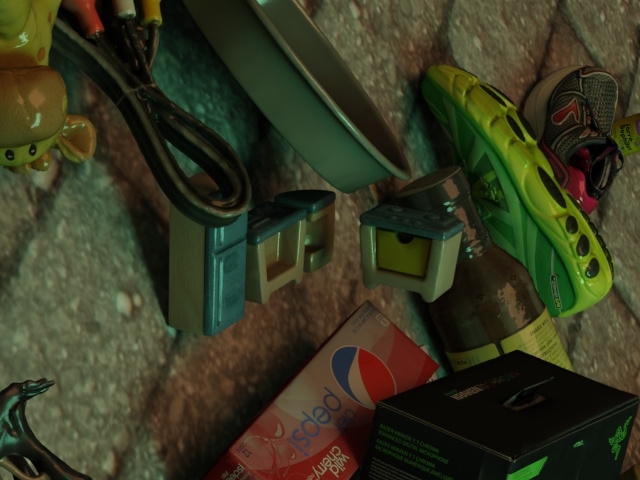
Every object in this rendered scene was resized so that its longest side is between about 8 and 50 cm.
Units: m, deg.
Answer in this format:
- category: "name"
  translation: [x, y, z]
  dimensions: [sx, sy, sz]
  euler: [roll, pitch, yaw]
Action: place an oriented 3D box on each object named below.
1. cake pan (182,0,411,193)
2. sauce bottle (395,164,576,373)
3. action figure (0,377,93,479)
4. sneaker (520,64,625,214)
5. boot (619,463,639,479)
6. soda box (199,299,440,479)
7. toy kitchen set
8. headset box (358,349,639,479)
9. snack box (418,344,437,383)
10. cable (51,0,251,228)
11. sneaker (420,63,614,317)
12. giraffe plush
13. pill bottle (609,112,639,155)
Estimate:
- category: "cake pan"
  translation: [-0.030, -0.154, 1.658]
  dimensions: [0.293, 0.054, 0.293]
  euler: [51, 10, -12]
- category: "sauce bottle"
  translation: [0.174, 0.094, 1.887]
  dimensions: [0.111, 0.111, 0.344]
  euler: [-38, 108, -54]
- category: "action figure"
  translation: [-0.153, 0.226, 1.324]
  dimensions: [0.141, 0.164, 0.276]
  euler: [-22, 85, -25]
- category: "sneaker"
  translation: [0.278, -0.094, 2.120]
  dimensions: [0.121, 0.112, 0.299]
  euler: [56, 36, -22]
- category: "boot"
  translation: [0.316, 0.353, 1.859]
  dimensions: [0.295, 0.211, 0.104]
  euler: [38, 23, -15]
- category: "soda box"
  translation: [-0.004, 0.157, 1.608]
  dimensions: [0.092, 0.083, 0.263]
  euler: [42, 36, 2]
- category: "toy kitchen set"
  translation: [0.000, 0.000, 1.604]
  dimensions: [0.207, 0.166, 0.122]
  euler: [-31, 128, -55]
- category: "headset box"
  translation: [0.135, 0.241, 1.634]
  dimensions: [0.246, 0.131, 0.283]
  euler: [-11, 118, -56]
- category: "snack box"
  translation: [0.104, 0.190, 1.823]
  dimensions: [0.064, 0.022, 0.178]
  euler: [-20, 92, -57]
- category: "cable"
  translation: [-0.146, -0.141, 1.510]
  dimensions: [0.139, 0.072, 0.287]
  euler: [-7, 60, -41]
- category: "sneaker"
  translation: [0.172, -0.048, 1.953]
  dimensions: [0.295, 0.123, 0.109]
  euler: [60, 24, 16]
- category: "giraffe plush"
  translation: [-0.233, -0.130, 1.399]
  dimensions: [0.210, 0.181, 0.170]
  euler: [-15, 99, -86]
- category: "pill bottle"
  translation: [0.374, -0.127, 2.294]
  dimensions: [0.043, 0.083, 0.043]
  euler: [29, 52, -45]
